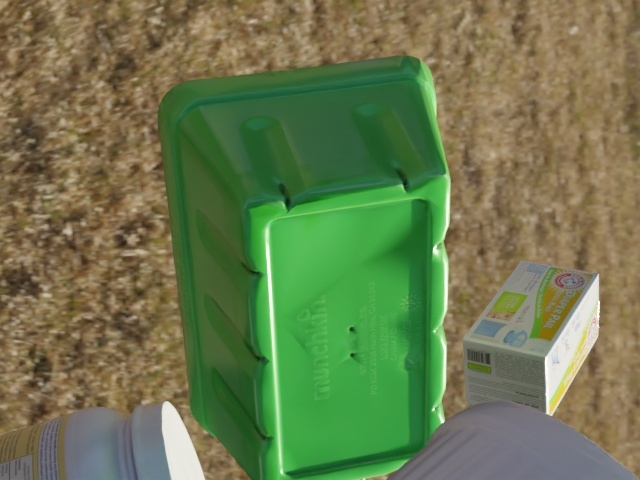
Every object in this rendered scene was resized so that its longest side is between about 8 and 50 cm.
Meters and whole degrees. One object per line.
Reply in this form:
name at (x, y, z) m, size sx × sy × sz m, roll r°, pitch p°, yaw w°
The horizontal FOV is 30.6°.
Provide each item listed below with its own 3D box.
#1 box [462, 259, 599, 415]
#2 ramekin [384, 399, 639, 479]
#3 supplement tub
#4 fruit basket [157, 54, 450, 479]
box at (0.276, 0.124, 1.511) m, size 0.203 × 0.114 × 0.103 m, roll -45°, pitch 137°, yaw -47°
ramekin at (0.104, 0.235, 0.632) m, size 0.127 × 0.273 × 0.272 m, roll -26°, pitch 104°, yaw -23°
supplement tub at (-0.288, 0.312, 1.210) m, size 0.331 × 0.241 × 0.241 m, roll -18°, pitch 101°, yaw 0°
fruit basket at (0.000, 0.000, 1.099) m, size 0.283 × 0.392 × 0.391 m, roll -9°, pitch 94°, yaw -11°
